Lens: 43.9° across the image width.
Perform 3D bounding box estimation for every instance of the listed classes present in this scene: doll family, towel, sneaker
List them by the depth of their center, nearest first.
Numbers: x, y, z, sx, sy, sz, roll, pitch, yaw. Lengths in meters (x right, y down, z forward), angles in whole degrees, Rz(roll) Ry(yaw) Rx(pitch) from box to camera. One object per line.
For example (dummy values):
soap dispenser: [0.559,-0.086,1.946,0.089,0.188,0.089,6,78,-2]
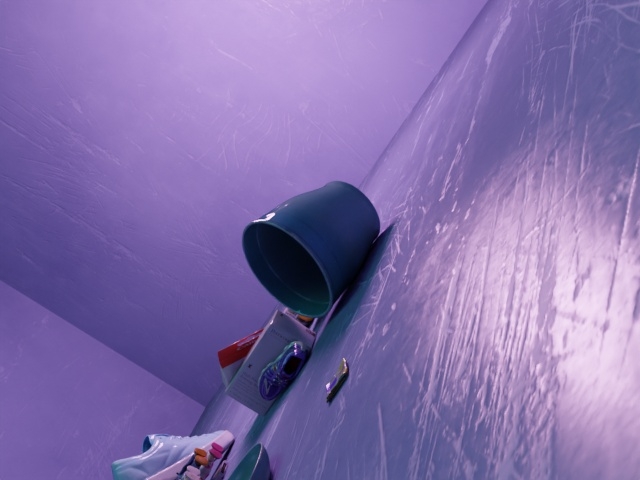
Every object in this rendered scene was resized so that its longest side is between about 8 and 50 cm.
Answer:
towel: [0.026,0.227,1.295,0.060,0.009,0.083,-58,3,9]
sneaker: [-0.090,0.303,1.818,0.170,0.068,0.071,-56,9,20]
doll family: [-0.328,0.594,1.914,0.163,0.118,0.263,-58,10,15]
sneaker: [-0.385,0.556,2.094,0.366,0.150,0.135,-17,-25,-51]
sneaker: [-0.069,0.212,2.235,0.083,0.084,0.215,-62,4,3]

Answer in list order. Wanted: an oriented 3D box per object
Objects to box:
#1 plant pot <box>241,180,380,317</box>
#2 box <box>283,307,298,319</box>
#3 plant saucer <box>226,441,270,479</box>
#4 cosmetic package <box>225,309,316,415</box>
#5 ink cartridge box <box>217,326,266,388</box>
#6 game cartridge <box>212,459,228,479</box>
plant pot: [0.000,0.000,1.876,0.255,0.271,0.272,-41,-6,-33]
box: [-0.030,0.108,2.057,0.207,0.036,0.114,-61,3,-36]
plant saucer: [-0.170,0.498,1.367,0.318,0.043,0.317,-58,4,6]
cosmetic package: [-0.120,0.294,1.903,0.231,0.117,0.085,-58,4,23]
ink cartridge box: [-0.165,0.295,2.001,0.181,0.056,0.225,-27,-20,-16]
game cartridge: [-0.255,0.589,1.981,0.056,0.017,0.083,-61,3,10]
